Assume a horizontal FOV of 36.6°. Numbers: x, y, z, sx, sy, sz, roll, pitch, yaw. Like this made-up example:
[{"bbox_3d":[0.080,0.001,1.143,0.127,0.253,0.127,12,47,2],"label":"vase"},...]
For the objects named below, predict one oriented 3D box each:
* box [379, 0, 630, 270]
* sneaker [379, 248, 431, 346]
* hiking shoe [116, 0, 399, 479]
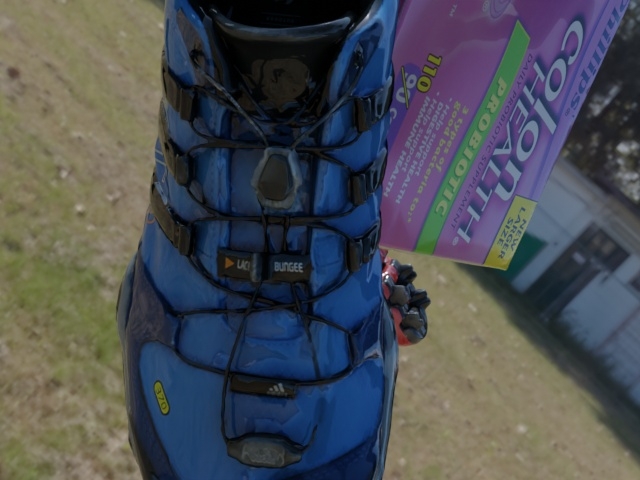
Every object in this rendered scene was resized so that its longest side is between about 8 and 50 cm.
[{"bbox_3d":[0.061,-0.108,0.585,0.117,0.213,0.243,29,10,33],"label":"box"},{"bbox_3d":[0.000,0.000,0.993,0.276,0.135,0.097,62,21,-8],"label":"sneaker"},{"bbox_3d":[-0.027,-0.024,0.358,0.132,0.113,0.304,83,7,-72],"label":"hiking shoe"}]
